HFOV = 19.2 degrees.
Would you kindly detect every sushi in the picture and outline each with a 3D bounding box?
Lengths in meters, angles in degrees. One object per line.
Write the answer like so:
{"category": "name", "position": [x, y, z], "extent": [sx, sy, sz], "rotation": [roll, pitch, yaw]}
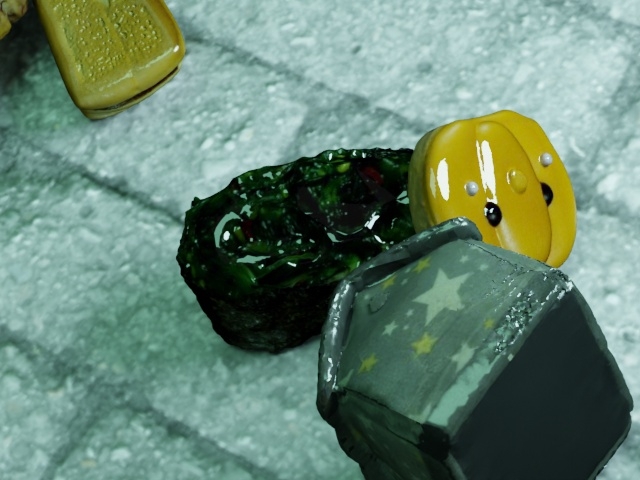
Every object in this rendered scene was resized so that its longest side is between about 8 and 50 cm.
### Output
{"category": "sushi", "position": [0.000, 0.000, 1.514], "extent": [0.225, 0.127, 0.124], "rotation": [-13, 58, 11]}

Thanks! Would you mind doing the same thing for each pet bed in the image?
{"category": "pet bed", "position": [0.101, 0.109, 1.369], "extent": [0.159, 0.211, 0.183], "rotation": [27, 71, 39]}

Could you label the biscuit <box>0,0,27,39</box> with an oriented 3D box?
{"category": "biscuit", "position": [-0.382, -0.272, 1.759], "extent": [0.289, 0.081, 0.334], "rotation": [0, 59, 23]}

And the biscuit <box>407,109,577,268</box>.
{"category": "biscuit", "position": [0.144, -0.021, 1.466], "extent": [0.050, 0.170, 0.170], "rotation": [-18, 49, 46]}

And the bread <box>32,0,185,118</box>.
{"category": "bread", "position": [-0.193, -0.199, 1.721], "extent": [0.116, 0.077, 0.200], "rotation": [-25, 57, 1]}
